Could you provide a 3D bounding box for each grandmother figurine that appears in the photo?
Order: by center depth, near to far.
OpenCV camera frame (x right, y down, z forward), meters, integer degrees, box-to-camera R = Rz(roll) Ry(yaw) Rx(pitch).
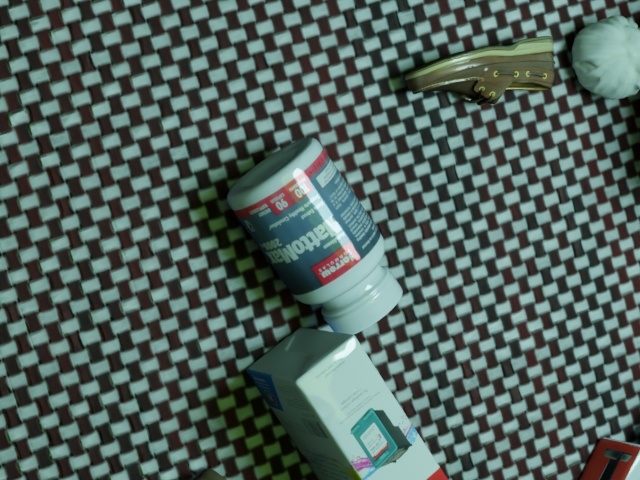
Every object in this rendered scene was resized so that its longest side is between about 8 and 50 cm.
[{"bbox_3d":[0.438,-0.198,1.639,0.342,0.104,0.208,-1,64,-20],"label":"grandmother figurine"}]

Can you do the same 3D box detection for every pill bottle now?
[{"bbox_3d":[0.000,0.000,1.440,0.108,0.108,0.180,-40,105,-18],"label":"pill bottle"}]

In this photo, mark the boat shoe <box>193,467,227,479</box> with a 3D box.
[{"bbox_3d":[-0.031,0.313,1.440,0.257,0.095,0.095,37,71,-19],"label":"boat shoe"}]

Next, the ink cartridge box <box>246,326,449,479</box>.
[{"bbox_3d":[0.038,0.202,1.444,0.078,0.134,0.231,-38,105,-19],"label":"ink cartridge box"}]

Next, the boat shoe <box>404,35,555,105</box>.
[{"bbox_3d":[0.172,-0.171,1.537,0.178,0.064,0.060,-13,94,-25],"label":"boat shoe"}]

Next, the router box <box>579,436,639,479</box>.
[{"bbox_3d":[0.383,0.429,1.622,0.335,0.082,0.301,35,77,-20],"label":"router box"}]
